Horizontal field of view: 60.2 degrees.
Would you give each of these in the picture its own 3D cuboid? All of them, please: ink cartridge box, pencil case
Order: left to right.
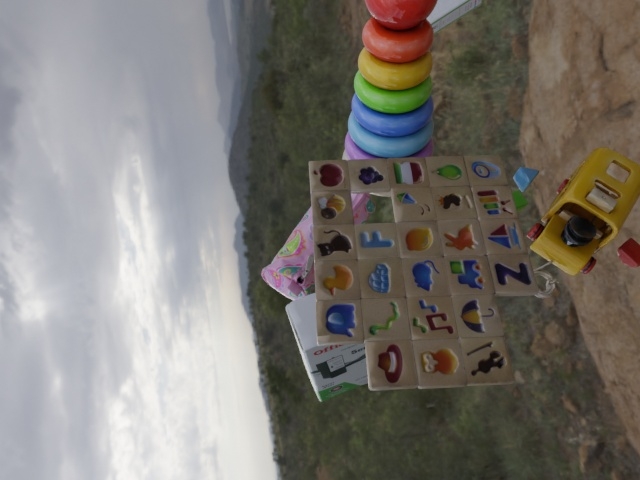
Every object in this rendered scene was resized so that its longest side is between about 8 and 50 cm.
[{"bbox_3d":[0.000,0.000,1.155,0.284,0.124,0.124,-52,-16,-22],"label":"pencil case"},{"bbox_3d":[0.041,0.159,0.884,0.208,0.153,0.086,77,170,-53],"label":"ink cartridge box"},{"bbox_3d":[0.313,-0.586,1.300,0.109,0.209,0.062,59,-176,15],"label":"ink cartridge box"}]

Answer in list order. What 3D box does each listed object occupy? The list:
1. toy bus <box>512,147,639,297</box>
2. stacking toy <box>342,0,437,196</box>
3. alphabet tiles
[{"bbox_3d":[0.378,-0.038,0.783,0.104,0.191,0.202,99,163,-63],"label":"toy bus"},{"bbox_3d":[0.103,-0.216,0.740,0.330,0.141,0.141,90,170,-51],"label":"stacking toy"},{"bbox_3d":[0.092,0.017,0.505,0.009,0.199,0.237,91,176,-59],"label":"alphabet tiles"}]
